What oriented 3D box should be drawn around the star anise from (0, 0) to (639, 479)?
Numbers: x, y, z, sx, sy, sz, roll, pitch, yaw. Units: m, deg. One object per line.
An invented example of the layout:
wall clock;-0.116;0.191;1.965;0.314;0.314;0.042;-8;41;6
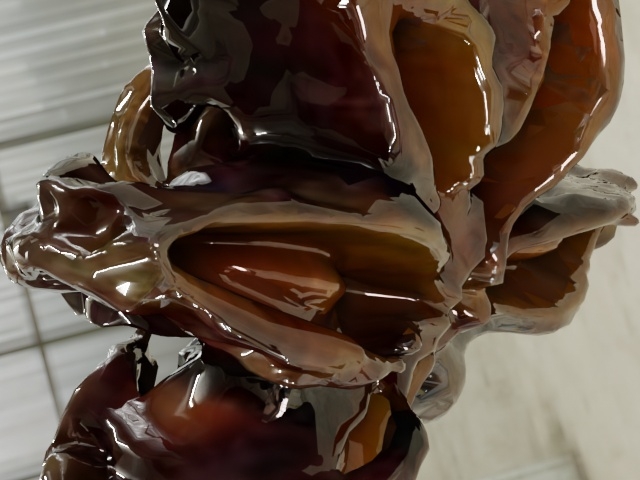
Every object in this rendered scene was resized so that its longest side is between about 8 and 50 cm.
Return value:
star anise;0.000;0.000;0.427;0.220;0.125;0.190;-26;-61;-55
